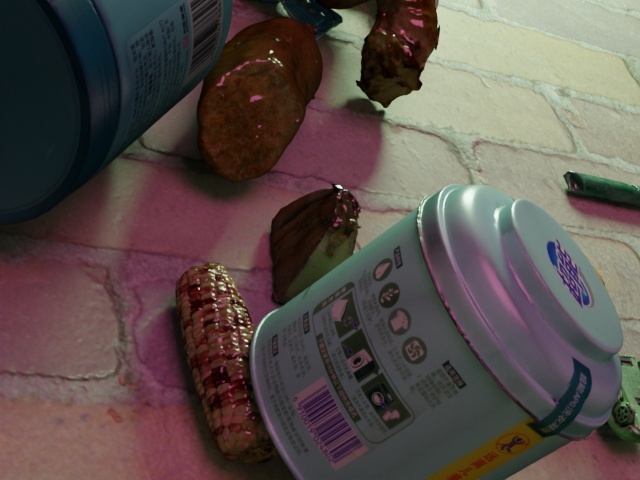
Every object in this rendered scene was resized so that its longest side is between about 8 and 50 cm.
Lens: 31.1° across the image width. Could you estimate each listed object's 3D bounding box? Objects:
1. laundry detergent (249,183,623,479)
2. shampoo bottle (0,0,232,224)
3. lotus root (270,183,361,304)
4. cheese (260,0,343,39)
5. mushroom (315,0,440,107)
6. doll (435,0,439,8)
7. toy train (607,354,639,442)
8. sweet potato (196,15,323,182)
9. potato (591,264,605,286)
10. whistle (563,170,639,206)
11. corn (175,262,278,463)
[{"bbox_3d":[0.131,0.114,1.175,0.287,0.305,0.287,40,28,-27],"label":"laundry detergent"},{"bbox_3d":[-0.305,-0.238,1.262,0.331,0.331,0.343,36,37,2],"label":"shampoo bottle"},{"bbox_3d":[0.003,0.003,1.400,0.070,0.144,0.143,24,48,-27],"label":"lotus root"},{"bbox_3d":[-0.076,-0.413,1.831,0.244,0.052,0.135,40,39,2],"label":"cheese"},{"bbox_3d":[0.114,-0.449,1.725,0.334,0.331,0.356,-37,64,-12],"label":"mushroom"},{"bbox_3d":[0.079,-0.502,2.012,0.188,0.099,0.384,-7,51,-41],"label":"doll"},{"bbox_3d":[0.399,0.204,1.527,0.099,0.081,0.149,7,52,-32],"label":"toy train"},{"bbox_3d":[-0.078,-0.213,1.553,0.157,0.158,0.370,29,28,-7],"label":"sweet potato"},{"bbox_3d":[0.314,0.076,1.567,0.178,0.109,0.119,-2,73,-31],"label":"potato"},{"bbox_3d":[0.482,-0.083,1.911,0.186,0.039,0.039,9,45,-28],"label":"whistle"},{"bbox_3d":[-0.102,0.123,1.234,0.086,0.086,0.253,5,47,-33],"label":"corn"}]
